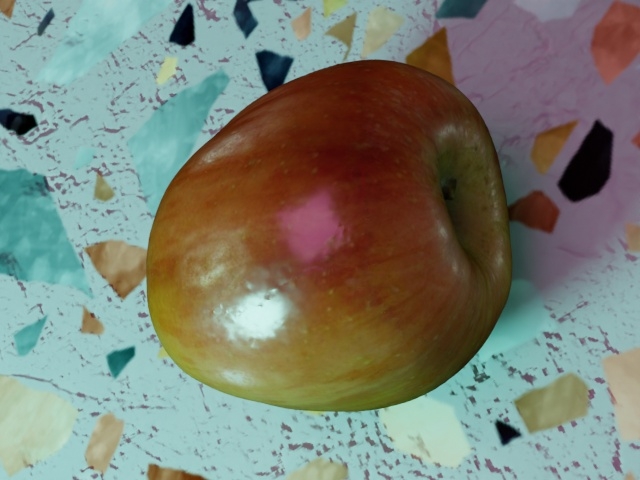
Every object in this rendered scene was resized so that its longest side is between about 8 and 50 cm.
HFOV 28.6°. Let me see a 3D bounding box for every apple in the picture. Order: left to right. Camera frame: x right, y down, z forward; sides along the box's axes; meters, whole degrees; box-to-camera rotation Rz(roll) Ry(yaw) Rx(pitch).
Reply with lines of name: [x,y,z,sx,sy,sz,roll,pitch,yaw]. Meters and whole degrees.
apple: [0.000,0.000,0.862,0.241,0.242,0.242,-11,68,31]
